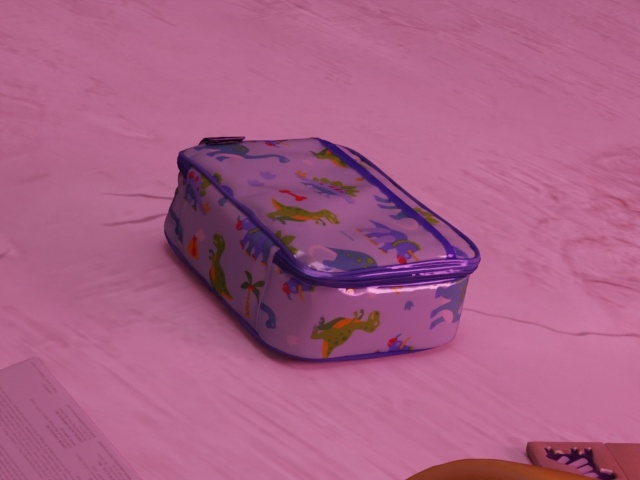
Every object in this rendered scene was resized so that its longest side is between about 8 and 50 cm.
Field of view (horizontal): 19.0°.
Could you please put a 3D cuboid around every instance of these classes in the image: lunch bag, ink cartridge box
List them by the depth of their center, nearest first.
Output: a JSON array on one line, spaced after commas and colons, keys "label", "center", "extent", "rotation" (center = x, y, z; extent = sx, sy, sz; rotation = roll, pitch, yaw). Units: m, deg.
[{"label": "ink cartridge box", "center": [-0.206, 0.146, 1.080], "extent": [0.179, 0.045, 0.145], "rotation": [-23, 39, -23]}, {"label": "lunch bag", "center": [0.000, 0.000, 1.405], "extent": [0.176, 0.090, 0.219], "rotation": [-2, 29, -33]}]

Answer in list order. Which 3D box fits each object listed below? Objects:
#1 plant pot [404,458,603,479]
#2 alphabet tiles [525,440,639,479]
[{"label": "plant pot", "center": [0.142, 0.232, 0.807], "extent": [0.239, 0.254, 0.254], "rotation": [14, 20, -31]}, {"label": "alphabet tiles", "center": [0.258, 0.216, 1.144], "extent": [0.285, 0.011, 0.342], "rotation": [4, 26, -18]}]
